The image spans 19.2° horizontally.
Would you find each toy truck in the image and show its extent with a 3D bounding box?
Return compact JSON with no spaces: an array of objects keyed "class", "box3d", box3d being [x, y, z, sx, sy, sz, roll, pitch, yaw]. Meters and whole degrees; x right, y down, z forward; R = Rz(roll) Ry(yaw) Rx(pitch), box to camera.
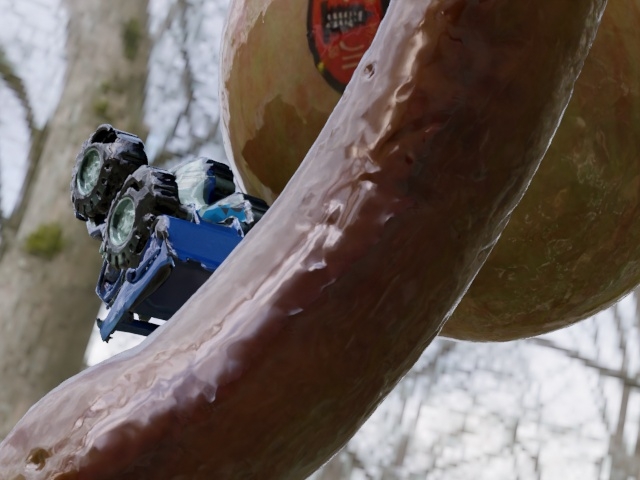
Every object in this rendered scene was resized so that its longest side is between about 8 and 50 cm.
[{"class":"toy truck","box3d":[-0.109,0.011,1.369,0.113,0.126,0.208,16,16,-31]}]

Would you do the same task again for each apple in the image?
[{"class":"apple","box3d":[0.115,-0.105,1.504,0.391,0.391,0.347,7,-69,13]}]

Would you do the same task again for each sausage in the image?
[{"class":"sausage","box3d":[0.002,0.004,0.649,0.103,0.302,0.076,43,-12,-33]}]
